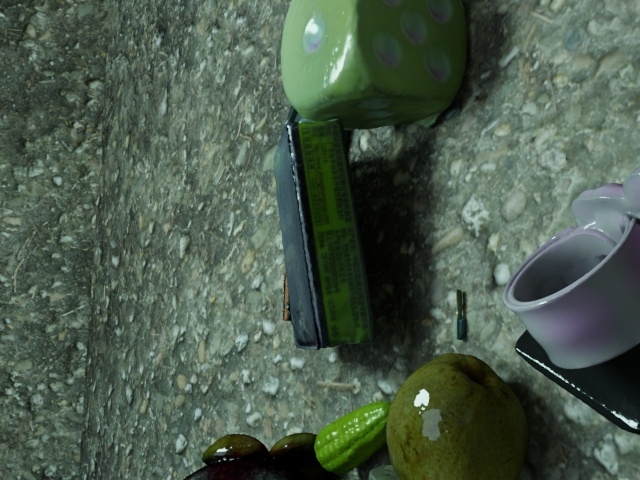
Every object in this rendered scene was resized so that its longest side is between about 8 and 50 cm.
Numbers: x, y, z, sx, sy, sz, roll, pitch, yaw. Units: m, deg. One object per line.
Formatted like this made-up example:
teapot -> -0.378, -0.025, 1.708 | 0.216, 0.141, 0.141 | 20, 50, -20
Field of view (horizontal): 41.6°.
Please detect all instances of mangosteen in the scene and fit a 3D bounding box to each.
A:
mangosteen -> -0.122, 0.553, 1.590 | 0.382, 0.382, 0.435 | -55, 3, 37

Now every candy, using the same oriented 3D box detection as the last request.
candy -> 0.073, 0.347, 1.519 | 0.209, 0.096, 0.097 | -45, 47, 40

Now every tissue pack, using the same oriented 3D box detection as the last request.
tissue pack -> 0.000, 0.000, 1.553 | 0.288, 0.124, 0.394 | 143, 119, -80

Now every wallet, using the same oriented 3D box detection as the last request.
wallet -> 0.368, 0.142, 1.093 | 0.149, 0.044, 0.250 | -51, 37, -4

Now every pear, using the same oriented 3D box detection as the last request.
pear -> 0.200, 0.277, 1.234 | 0.228, 0.188, 0.211 | 41, 131, 54

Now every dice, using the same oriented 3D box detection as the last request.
dice -> 0.089, -0.335, 1.483 | 0.252, 0.249, 0.254 | -12, 74, 57

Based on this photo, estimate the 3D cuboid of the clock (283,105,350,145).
clock -> -0.012, -0.224, 1.815 | 0.226, 0.049, 0.226 | -16, 71, 57

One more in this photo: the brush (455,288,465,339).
brush -> 0.230, 0.122, 1.384 | 0.013, 0.016, 0.084 | -10, 75, 44

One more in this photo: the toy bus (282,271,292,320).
toy bus -> -0.065, 0.122, 1.844 | 0.043, 0.031, 0.110 | -14, 72, 63

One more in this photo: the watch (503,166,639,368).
watch -> 0.351, 0.052, 0.993 | 0.217, 0.211, 0.248 | -44, 11, -16

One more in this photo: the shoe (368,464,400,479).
shoe -> 0.175, 0.488, 1.309 | 0.316, 0.124, 0.159 | 34, 119, 55
